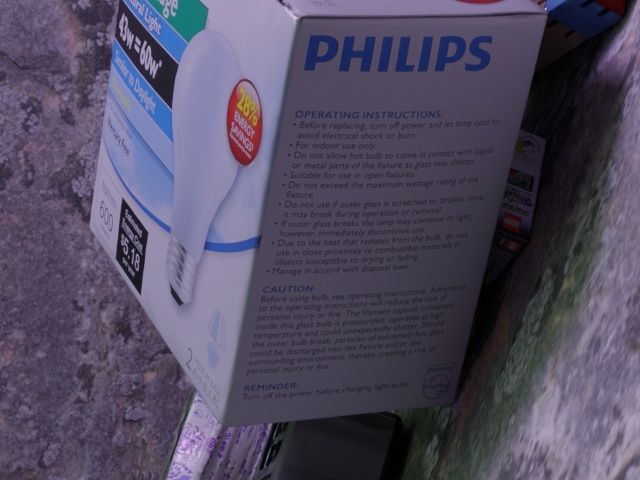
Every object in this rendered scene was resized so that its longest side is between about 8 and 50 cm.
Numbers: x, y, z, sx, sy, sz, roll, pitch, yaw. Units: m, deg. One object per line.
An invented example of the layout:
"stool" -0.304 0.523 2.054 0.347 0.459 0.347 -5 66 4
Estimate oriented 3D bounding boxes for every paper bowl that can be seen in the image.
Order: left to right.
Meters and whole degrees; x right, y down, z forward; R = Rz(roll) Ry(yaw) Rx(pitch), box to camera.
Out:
"paper bowl" -0.072 0.227 1.983 0.284 0.148 0.284 -159 90 -83

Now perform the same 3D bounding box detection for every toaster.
"toaster" -0.002 0.236 1.622 0.186 0.110 0.168 134 155 -70

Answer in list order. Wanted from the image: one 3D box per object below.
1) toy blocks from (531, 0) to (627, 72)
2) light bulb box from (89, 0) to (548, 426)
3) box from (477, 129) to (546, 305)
"toy blocks" 0.193 -0.295 1.535 0.261 0.190 0.381 -31 38 59
"light bulb box" -0.022 -0.092 1.489 0.358 0.225 0.361 48 134 51
"box" 0.136 0.003 1.541 0.207 0.036 0.114 121 167 -53
